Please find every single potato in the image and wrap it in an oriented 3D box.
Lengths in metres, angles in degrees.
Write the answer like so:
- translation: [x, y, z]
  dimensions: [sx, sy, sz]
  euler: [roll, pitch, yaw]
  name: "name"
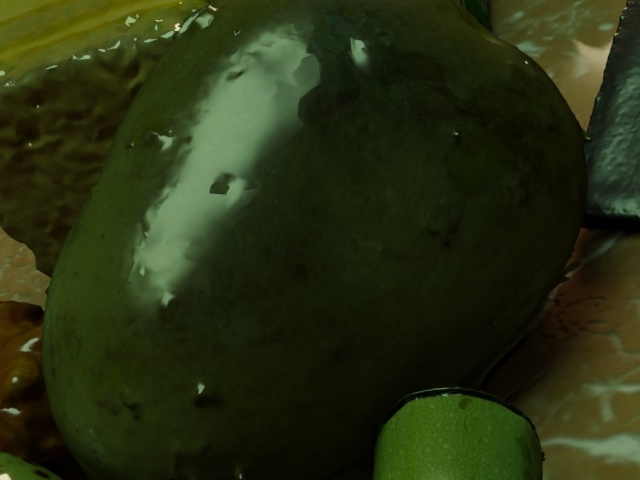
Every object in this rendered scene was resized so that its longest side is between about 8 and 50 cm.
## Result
- translation: [-0.018, -0.008, 0.863]
  dimensions: [0.359, 0.270, 0.219]
  euler: [-41, -11, -24]
  name: "potato"

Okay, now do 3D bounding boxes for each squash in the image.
- translation: [0.064, 0.170, 0.727]
  dimensions: [0.095, 0.095, 0.188]
  euler: [-16, 39, 21]
  name: "squash"

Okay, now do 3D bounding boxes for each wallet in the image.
- translation: [0.243, -0.110, 0.970]
  dimensions: [0.124, 0.025, 0.244]
  euler: [-1, 57, 35]
  name: "wallet"

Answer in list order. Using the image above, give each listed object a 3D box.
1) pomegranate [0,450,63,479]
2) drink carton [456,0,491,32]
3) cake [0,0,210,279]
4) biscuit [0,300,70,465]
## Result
- translation: [-0.129, 0.213, 0.716]
  dimensions: [0.277, 0.222, 0.204]
  euler: [-2, 22, 8]
  name: "pomegranate"
- translation: [0.062, -0.171, 1.114]
  dimensions: [0.108, 0.161, 0.271]
  euler: [-18, 37, 17]
  name: "drink carton"
- translation: [-0.116, -0.123, 1.134]
  dimensions: [0.227, 0.222, 0.286]
  euler: [-16, 36, 18]
  name: "cake"
- translation: [-0.311, 0.151, 0.987]
  dimensions: [0.312, 0.110, 0.318]
  euler: [-8, 24, 31]
  name: "biscuit"
